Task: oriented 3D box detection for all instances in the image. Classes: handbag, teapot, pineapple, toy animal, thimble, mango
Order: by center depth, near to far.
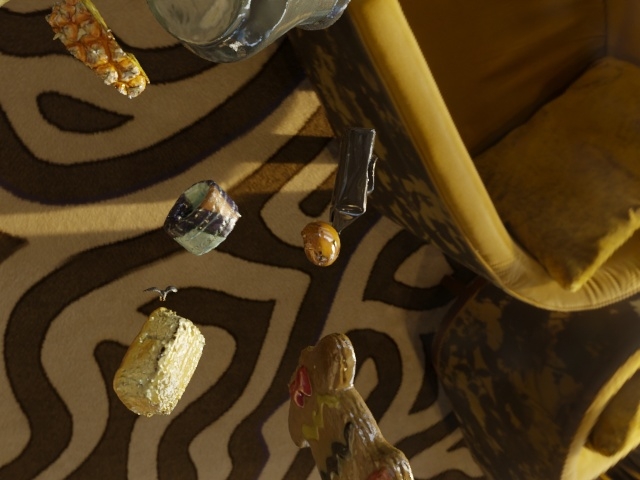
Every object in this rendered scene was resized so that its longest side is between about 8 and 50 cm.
[{"bbox_3d":[0.000,0.000,0.996,0.063,0.127,0.077,-20,106,2],"label":"mango"},{"bbox_3d":[-0.400,-0.356,1.003,0.079,0.135,0.233,-45,77,10],"label":"pineapple"},{"bbox_3d":[-0.079,-0.491,1.011,0.361,0.376,0.306,-33,114,-48],"label":"teapot"},{"bbox_3d":[-0.379,0.129,1.387,0.084,0.050,0.028,-2,127,-32],"label":"toy animal"},{"bbox_3d":[0.092,-0.174,1.766,0.113,0.257,0.285,11,71,-5],"label":"handbag"},{"bbox_3d":[-0.385,-0.078,1.870,0.237,0.237,0.150,-44,121,-2],"label":"thimble"}]

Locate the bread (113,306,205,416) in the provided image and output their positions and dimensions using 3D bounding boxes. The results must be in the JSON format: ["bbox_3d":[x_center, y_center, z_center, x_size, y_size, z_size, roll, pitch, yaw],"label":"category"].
[{"bbox_3d":[-0.370,0.284,1.357,0.174,0.121,0.246,71,30,-48],"label":"bread"}]

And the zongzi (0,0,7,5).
[{"bbox_3d":[-0.729,-0.600,1.356,0.194,0.197,0.099,-39,81,19],"label":"zongzi"}]

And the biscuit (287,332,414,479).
[{"bbox_3d":[0.027,0.421,1.215,0.076,0.394,0.368,-5,140,-28],"label":"biscuit"}]
